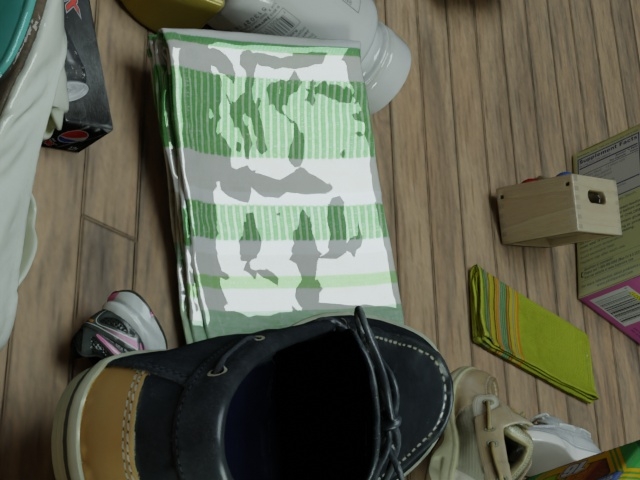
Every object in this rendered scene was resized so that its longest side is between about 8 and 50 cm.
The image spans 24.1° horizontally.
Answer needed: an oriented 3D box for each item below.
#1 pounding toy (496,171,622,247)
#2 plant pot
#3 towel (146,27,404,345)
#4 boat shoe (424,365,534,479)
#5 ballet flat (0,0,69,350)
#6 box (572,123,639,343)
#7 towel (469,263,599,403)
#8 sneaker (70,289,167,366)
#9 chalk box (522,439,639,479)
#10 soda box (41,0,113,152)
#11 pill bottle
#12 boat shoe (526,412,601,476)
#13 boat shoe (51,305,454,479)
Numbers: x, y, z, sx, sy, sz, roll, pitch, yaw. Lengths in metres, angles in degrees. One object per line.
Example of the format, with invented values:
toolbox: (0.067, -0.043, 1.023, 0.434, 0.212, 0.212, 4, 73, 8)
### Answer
pounding toy: (0.297, -0.047, 1.875, 0.141, 0.130, 0.100, 4, 79, -50)
plant pot: (-0.151, -0.255, 1.470, 0.083, 0.081, 0.081, 15, 57, -34)
towel: (-0.037, -0.043, 1.436, 0.248, 0.038, 0.324, -2, 77, -34)
boat shoe: (0.168, 0.214, 1.507, 0.302, 0.098, 0.109, -59, 143, -69)
ballet flat: (-0.268, -0.081, 1.199, 0.139, 0.139, 0.400, 32, 51, -37)
box: (0.452, 0.007, 2.031, 0.213, 0.117, 0.243, 33, 47, -35)
towel: (0.260, 0.115, 1.808, 0.237, 0.021, 0.102, 29, 49, -39)
sneaker: (-0.152, 0.135, 1.259, 0.077, 0.072, 0.178, -37, 102, -30)
chalk box: (0.252, 0.354, 1.520, 0.289, 0.180, 0.179, -28, 92, -55)
soda box: (-0.235, -0.167, 1.332, 0.060, 0.053, 0.169, 8, 63, -49)
pill bottle: (-0.015, -0.230, 1.577, 0.229, 0.131, 0.131, 35, 45, -35)
boat shoe: (0.265, 0.230, 1.713, 0.184, 0.066, 0.063, 16, 43, -43)
boat shoe: (-0.003, 0.150, 1.243, 0.500, 0.156, 0.186, 3, 82, -57)
